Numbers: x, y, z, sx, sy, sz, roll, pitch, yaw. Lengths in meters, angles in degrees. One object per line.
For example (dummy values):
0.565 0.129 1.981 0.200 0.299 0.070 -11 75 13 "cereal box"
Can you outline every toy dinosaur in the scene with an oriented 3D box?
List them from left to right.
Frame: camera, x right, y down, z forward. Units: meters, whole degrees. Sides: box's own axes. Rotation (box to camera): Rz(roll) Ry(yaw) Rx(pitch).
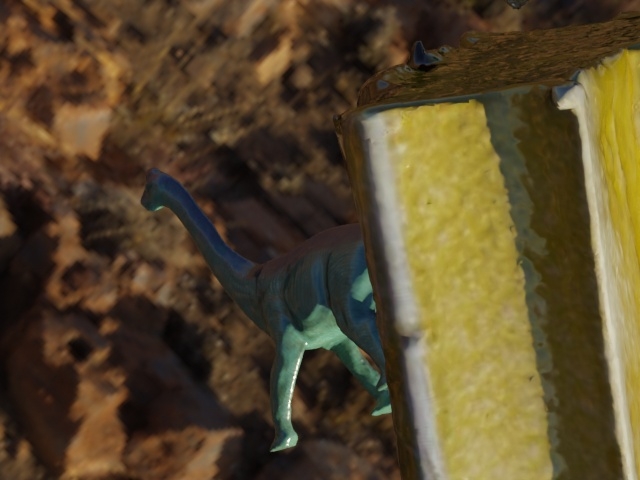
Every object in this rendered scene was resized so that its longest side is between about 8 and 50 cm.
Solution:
0.000 0.000 1.626 0.129 0.383 0.331 -7 68 -51 "toy dinosaur"

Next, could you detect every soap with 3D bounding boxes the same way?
0.108 0.054 0.707 0.259 0.143 0.281 -34 118 -65 "soap"

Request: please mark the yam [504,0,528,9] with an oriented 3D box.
0.189 -0.227 1.274 0.032 0.145 0.032 48 6 -7 "yam"
